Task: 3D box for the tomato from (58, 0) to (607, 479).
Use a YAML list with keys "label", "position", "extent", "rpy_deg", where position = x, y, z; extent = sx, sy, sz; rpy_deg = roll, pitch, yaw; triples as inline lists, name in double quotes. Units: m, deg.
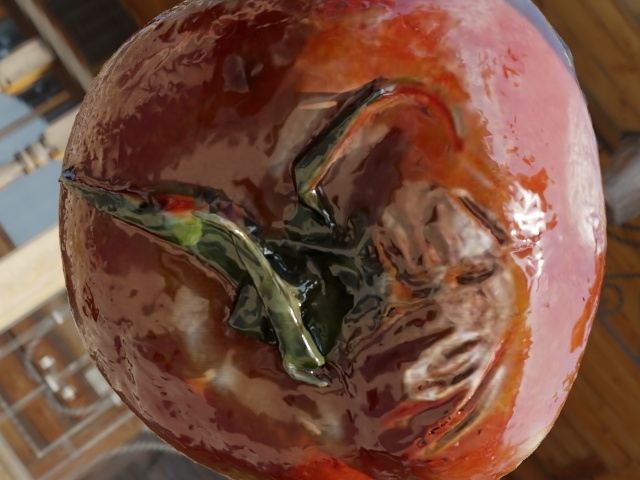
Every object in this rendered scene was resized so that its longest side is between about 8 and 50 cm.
- label: "tomato"
  position: [0.001, -0.001, 0.491]
  extent: [0.228, 0.228, 0.101]
  rpy_deg: [53, 15, 2]
